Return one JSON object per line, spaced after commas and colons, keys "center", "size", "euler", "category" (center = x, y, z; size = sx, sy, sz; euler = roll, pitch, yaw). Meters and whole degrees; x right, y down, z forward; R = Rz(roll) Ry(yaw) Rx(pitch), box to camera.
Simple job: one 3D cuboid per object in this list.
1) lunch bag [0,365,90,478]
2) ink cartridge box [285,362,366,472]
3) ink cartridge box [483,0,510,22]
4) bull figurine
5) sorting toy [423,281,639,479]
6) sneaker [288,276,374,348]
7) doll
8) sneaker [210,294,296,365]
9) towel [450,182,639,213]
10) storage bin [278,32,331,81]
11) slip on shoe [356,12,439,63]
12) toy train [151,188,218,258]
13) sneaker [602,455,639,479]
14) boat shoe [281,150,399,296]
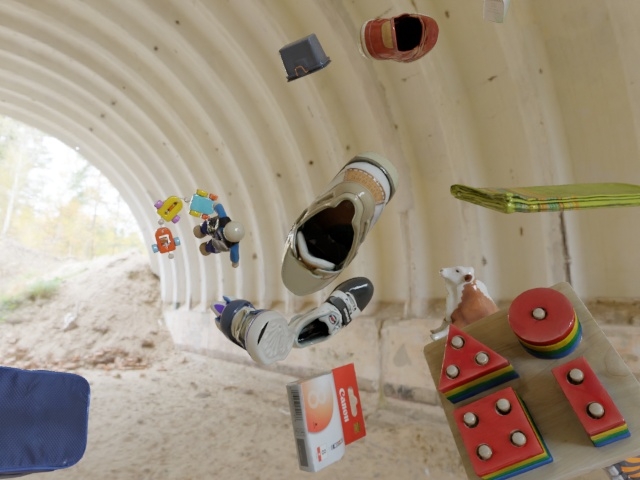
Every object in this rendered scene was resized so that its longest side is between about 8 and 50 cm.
{"center": [-0.215, 0.128, 0.332], "size": [0.065, 0.067, 0.098], "euler": [-19, -29, 23], "category": "lunch bag"}
{"center": [0.026, 0.306, 0.851], "size": [0.179, 0.145, 0.045], "euler": [-3, -10, -44], "category": "ink cartridge box"}
{"center": [0.395, -0.601, 1.007], "size": [0.056, 0.180, 0.225], "euler": [19, 1, 17], "category": "ink cartridge box"}
{"center": [0.378, 0.203, 1.194], "size": [0.310, 0.188, 0.101], "euler": [42, 10, -17], "category": "bull figurine"}
{"center": [0.287, 0.197, 0.685], "size": [0.257, 0.255, 0.089], "euler": [-30, -49, 17], "category": "sorting toy"}
{"center": [0.044, 0.232, 1.466], "size": [0.331, 0.122, 0.146], "euler": [-35, 9, -11], "category": "sneaker"}
{"center": [-0.185, -0.007, 0.902], "size": [0.046, 0.129, 0.189], "euler": [-21, 5, -31], "category": "doll"}
{"center": [-0.204, 0.216, 1.230], "size": [0.236, 0.130, 0.323], "euler": [22, -12, 15], "category": "sneaker"}
{"center": [0.272, -0.054, 0.532], "size": [0.237, 0.021, 0.102], "euler": [-4, 17, -18], "category": "towel"}
{"center": [-0.053, -0.522, 1.367], "size": [0.135, 0.091, 0.098], "euler": [-11, 32, 30], "category": "storage bin"}
{"center": [0.220, -0.507, 1.190], "size": [0.101, 0.123, 0.331], "euler": [4, 22, 40], "category": "slip on shoe"}
{"center": [-0.286, -0.041, 1.011], "size": [0.166, 0.125, 0.046], "euler": [-23, 22, -18], "category": "toy train"}
{"center": [0.657, 0.428, 0.956], "size": [0.180, 0.321, 0.124], "euler": [-37, 17, 13], "category": "sneaker"}
{"center": [0.000, 0.000, 0.709], "size": [0.113, 0.103, 0.302], "euler": [36, -44, 5], "category": "boat shoe"}
